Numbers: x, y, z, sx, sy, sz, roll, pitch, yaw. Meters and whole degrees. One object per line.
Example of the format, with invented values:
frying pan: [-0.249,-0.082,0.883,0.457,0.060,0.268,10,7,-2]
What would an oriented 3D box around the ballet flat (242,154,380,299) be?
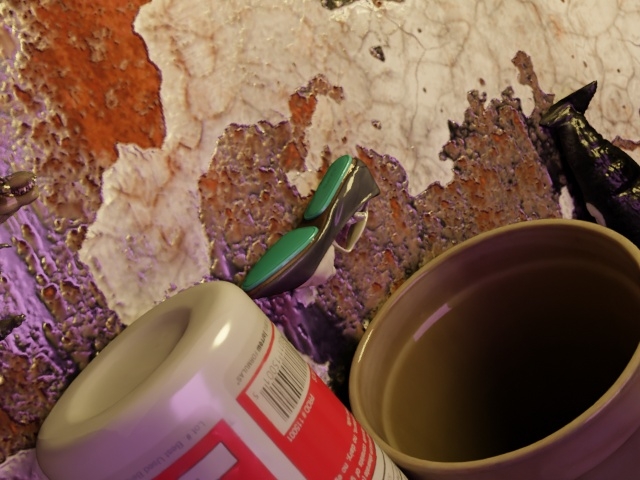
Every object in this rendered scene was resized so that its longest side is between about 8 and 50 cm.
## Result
ballet flat: [0.000,0.000,1.229,0.074,0.074,0.203,46,60,-19]

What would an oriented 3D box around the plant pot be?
plant pot: [0.232,0.188,1.236,0.323,0.323,0.280,-52,127,-27]

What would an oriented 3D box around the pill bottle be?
pill bottle: [-0.039,0.253,1.070,0.407,0.229,0.229,51,60,-16]

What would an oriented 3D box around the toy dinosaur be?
toy dinosaur: [-0.326,0.056,1.018,0.118,0.064,0.268,50,63,-10]

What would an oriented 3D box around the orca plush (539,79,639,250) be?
orca plush: [0.398,-0.067,1.473,0.151,0.102,0.287,-31,100,-32]
